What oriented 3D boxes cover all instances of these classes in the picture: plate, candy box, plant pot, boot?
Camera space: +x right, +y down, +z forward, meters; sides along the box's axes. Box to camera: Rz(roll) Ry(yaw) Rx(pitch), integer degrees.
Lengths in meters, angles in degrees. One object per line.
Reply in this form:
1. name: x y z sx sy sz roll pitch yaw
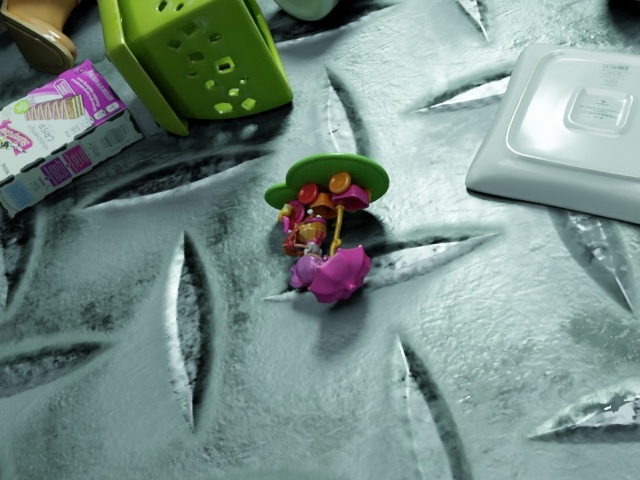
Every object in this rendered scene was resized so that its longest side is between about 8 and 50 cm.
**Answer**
1. plate: 0.355 -0.154 0.987 0.277 0.045 0.278 14 59 25
2. candy box: -0.412 -0.160 1.184 0.233 0.071 0.159 -35 54 -11
3. plant pot: -0.192 -0.304 1.142 0.207 0.227 0.228 -24 52 5
4. boot: -0.466 -0.415 1.382 0.283 0.109 0.220 28 59 34

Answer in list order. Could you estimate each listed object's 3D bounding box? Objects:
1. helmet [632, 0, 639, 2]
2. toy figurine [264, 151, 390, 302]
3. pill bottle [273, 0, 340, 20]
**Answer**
1. helmet: 0.458 -0.415 1.078 0.162 0.169 0.169 16 59 5
2. toy figurine: 0.000 0.000 0.942 0.173 0.130 0.159 -15 59 32
3. pill bottle: 0.028 -0.494 1.257 0.153 0.153 0.264 27 66 30
